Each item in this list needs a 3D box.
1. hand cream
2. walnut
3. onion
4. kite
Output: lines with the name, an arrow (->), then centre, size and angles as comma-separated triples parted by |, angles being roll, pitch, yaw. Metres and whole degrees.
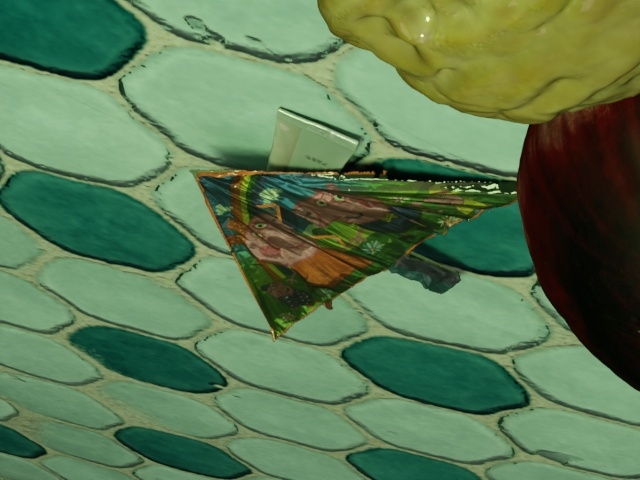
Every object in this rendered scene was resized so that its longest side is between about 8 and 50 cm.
hand cream -> -0.023, -0.031, 1.102 | 0.052, 0.038, 0.216 | -3, 154, -15
walnut -> 0.083, -0.146, 0.598 | 0.213, 0.213, 0.213 | 14, 156, 6
onion -> 0.226, 0.006, 0.702 | 0.273, 0.285, 0.273 | 6, 133, 7
kite -> 0.000, 0.000, 1.102 | 0.234, 0.016, 0.321 | 23, 146, -27
